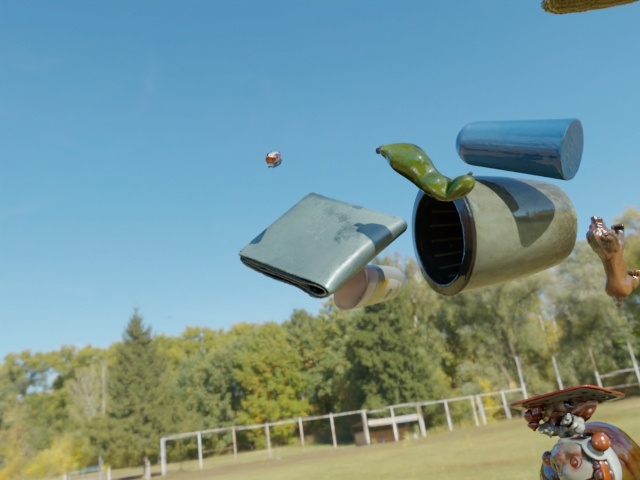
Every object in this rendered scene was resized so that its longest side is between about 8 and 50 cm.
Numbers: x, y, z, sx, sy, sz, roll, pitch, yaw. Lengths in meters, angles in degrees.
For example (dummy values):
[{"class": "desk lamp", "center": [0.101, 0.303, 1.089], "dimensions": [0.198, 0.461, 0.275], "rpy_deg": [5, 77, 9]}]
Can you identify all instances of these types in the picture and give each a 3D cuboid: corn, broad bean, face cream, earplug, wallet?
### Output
[{"class": "corn", "center": [0.605, -0.548, 1.240], "dimensions": [0.260, 0.091, 0.091], "rpy_deg": [-8, 26, 2]}, {"class": "broad bean", "center": [0.177, -0.128, 1.021], "dimensions": [0.214, 0.070, 0.048], "rpy_deg": [32, 19, 33]}, {"class": "face cream", "center": [0.115, 0.103, 1.307], "dimensions": [0.107, 0.073, 0.269], "rpy_deg": [-61, -23, 10]}, {"class": "earplug", "center": [0.435, -0.215, 1.302], "dimensions": [0.273, 0.132, 0.132], "rpy_deg": [13, -1, 41]}, {"class": "wallet", "center": [0.001, 0.001, 1.205], "dimensions": [0.251, 0.054, 0.290], "rpy_deg": [-39, 38, -28]}]

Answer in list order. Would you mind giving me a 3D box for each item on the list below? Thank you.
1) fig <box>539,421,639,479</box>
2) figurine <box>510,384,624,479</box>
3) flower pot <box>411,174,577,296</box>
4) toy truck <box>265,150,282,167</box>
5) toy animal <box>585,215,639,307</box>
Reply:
[{"class": "fig", "center": [0.600, 0.518, 1.258], "dimensions": [0.214, 0.235, 0.235], "rpy_deg": [25, -17, 8]}, {"class": "figurine", "center": [0.505, 0.421, 1.115], "dimensions": [0.160, 0.226, 0.183], "rpy_deg": [18, -36, -33]}, {"class": "flower pot", "center": [0.434, -0.022, 1.418], "dimensions": [0.330, 0.293, 0.293], "rpy_deg": [-4, -19, -16]}, {"class": "toy truck", "center": [-0.094, -0.165, 1.170], "dimensions": [0.024, 0.032, 0.083], "rpy_deg": [-1, 16, 6]}, {"class": "toy animal", "center": [0.834, 0.069, 1.643], "dimensions": [0.097, 0.312, 0.158], "rpy_deg": [-13, 8, 44]}]
